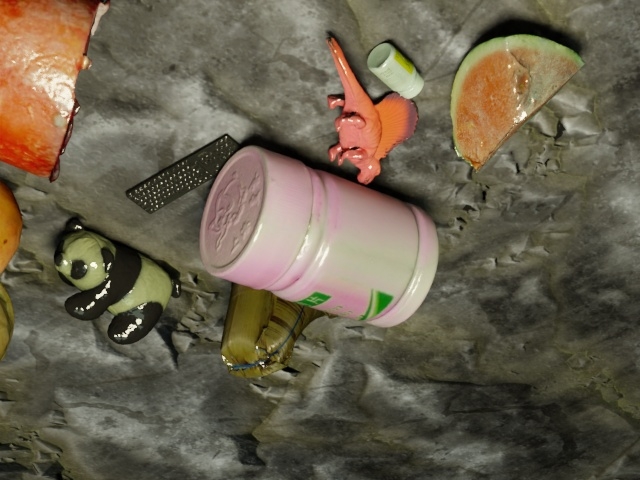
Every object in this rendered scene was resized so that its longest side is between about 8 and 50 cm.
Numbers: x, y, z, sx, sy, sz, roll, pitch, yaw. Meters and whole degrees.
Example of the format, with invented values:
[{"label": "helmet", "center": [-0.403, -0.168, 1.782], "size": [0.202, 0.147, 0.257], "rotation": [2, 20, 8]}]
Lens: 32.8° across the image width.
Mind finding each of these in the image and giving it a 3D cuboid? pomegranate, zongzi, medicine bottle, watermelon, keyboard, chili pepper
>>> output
[{"label": "pomegranate", "center": [-0.539, -0.019, 1.615], "size": [0.191, 0.191, 0.191], "rotation": [-4, 141, -3]}, {"label": "zongzi", "center": [-0.057, 0.156, 1.837], "size": [0.123, 0.260, 0.289], "rotation": [-14, 139, 23]}, {"label": "medicine bottle", "center": [0.107, -0.240, 1.541], "size": [0.047, 0.047, 0.083], "rotation": [-32, 135, 27]}, {"label": "watermelon", "center": [0.283, -0.214, 1.572], "size": [0.146, 0.128, 0.231], "rotation": [-21, 161, -28]}, {"label": "keyboard", "center": [-0.207, -0.101, 1.692], "size": [0.204, 0.013, 0.061], "rotation": [-27, 137, 23]}, {"label": "chili pepper", "center": [-0.434, -0.230, 1.346], "size": [0.305, 0.229, 0.251], "rotation": [16, 152, -26]}, {"label": "medicine bottle", "center": [0.000, 0.000, 1.681], "size": [0.325, 0.212, 0.212], "rotation": [18, 135, -31]}]

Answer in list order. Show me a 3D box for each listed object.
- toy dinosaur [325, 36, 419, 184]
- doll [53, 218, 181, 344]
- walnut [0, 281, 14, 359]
[{"label": "toy dinosaur", "center": [0.082, -0.192, 1.596], "size": [0.139, 0.070, 0.286], "rotation": [-13, 138, -8]}, {"label": "doll", "center": [-0.348, 0.067, 1.791], "size": [0.135, 0.143, 0.234], "rotation": [-48, 128, 9]}, {"label": "walnut", "center": [-0.638, 0.134, 1.754], "size": [0.283, 0.227, 0.283], "rotation": [-5, 106, -17]}]
